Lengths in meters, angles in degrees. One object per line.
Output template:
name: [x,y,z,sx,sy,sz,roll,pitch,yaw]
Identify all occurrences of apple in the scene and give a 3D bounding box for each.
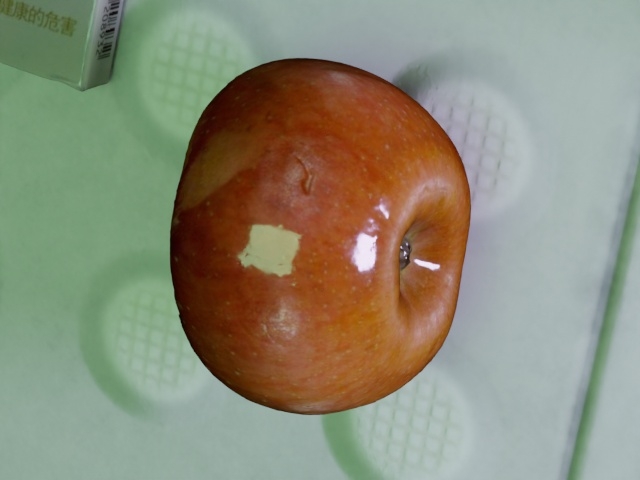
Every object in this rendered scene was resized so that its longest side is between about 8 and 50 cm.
apple: [0.000,0.000,1.470,0.206,0.251,0.272,11,96,21]

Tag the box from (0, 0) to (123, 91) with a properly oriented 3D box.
box: [-0.240,-0.327,1.600,0.204,0.051,0.365,20,111,19]
